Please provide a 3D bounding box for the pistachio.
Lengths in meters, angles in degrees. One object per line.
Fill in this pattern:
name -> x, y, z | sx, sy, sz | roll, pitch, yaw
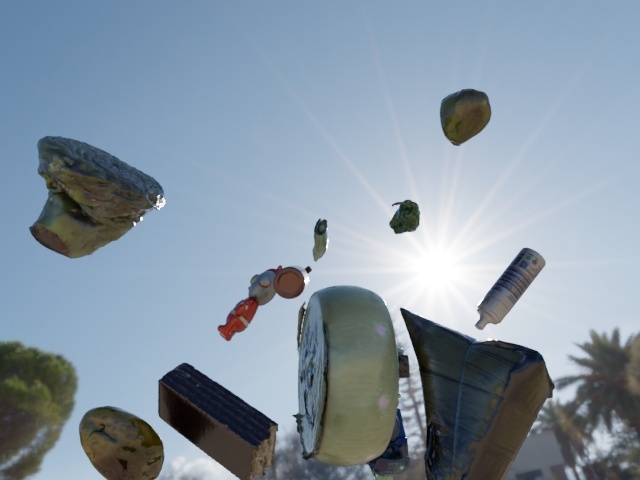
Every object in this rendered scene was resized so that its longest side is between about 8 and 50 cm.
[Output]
pistachio -> -0.341, 0.367, 1.115 | 0.110, 0.100, 0.189 | -33, -67, -4

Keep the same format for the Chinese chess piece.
Chinese chess piece -> 0.040, 0.262, 1.248 | 0.147, 0.349, 0.349 | 4, -33, -11

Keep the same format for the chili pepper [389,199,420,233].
chili pepper -> 0.261, -0.067, 1.956 | 0.074, 0.100, 0.257 | -48, -8, -15

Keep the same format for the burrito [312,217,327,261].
burrito -> -0.001, 0.002, 1.806 | 0.044, 0.074, 0.118 | 6, -53, 7

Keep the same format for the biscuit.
biscuit -> -0.183, 0.323, 1.120 | 0.070, 0.252, 0.106 | -31, -41, -47

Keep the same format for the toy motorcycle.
toy motorcycle -> 0.146, 0.415, 1.472 | 0.125, 0.331, 0.196 | 0, -6, -8

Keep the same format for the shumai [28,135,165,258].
shumai -> -0.576, -0.082, 1.563 | 0.263, 0.309, 0.304 | -58, -21, 6

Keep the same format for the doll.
doll -> -0.247, 0.216, 2.288 | 0.336, 0.105, 0.199 | -50, -11, -17

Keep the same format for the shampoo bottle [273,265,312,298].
shampoo bottle -> -0.070, 0.104, 1.662 | 0.086, 0.085, 0.244 | -15, 0, 4

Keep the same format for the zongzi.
zongzi -> 0.198, 0.271, 1.062 | 0.286, 0.300, 0.138 | -57, -35, -11

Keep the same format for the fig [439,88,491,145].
fig -> 0.412, -0.359, 1.823 | 0.165, 0.154, 0.144 | -60, -25, -2

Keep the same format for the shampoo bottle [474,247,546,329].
shampoo bottle -> 0.583, 0.160, 1.974 | 0.303, 0.092, 0.092 | -49, -28, -14
